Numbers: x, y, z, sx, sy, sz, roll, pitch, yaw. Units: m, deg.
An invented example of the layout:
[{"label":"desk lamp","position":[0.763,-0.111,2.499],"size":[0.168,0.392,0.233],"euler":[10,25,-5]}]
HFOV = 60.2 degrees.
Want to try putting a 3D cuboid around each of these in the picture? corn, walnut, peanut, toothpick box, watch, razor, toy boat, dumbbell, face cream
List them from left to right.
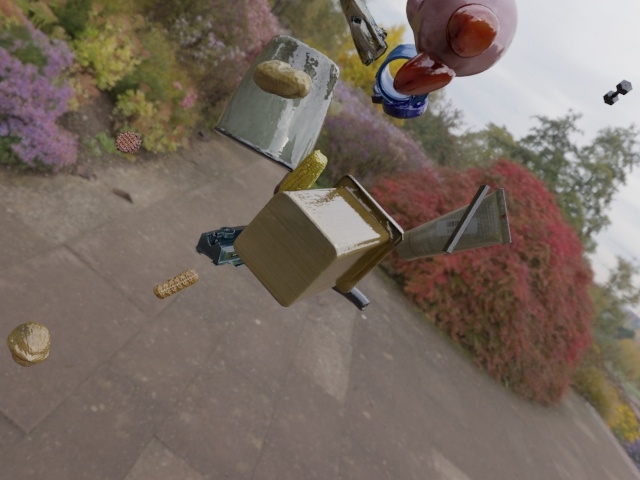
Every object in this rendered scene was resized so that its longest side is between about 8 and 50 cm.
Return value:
[{"label":"walnut","position":[-0.732,0.262,1.392],"size":[0.105,0.105,0.124],"euler":[31,8,-35]},{"label":"toy boat","position":[-0.209,0.016,1.589],"size":[0.114,0.122,0.296],"euler":[33,27,36]},{"label":"peanut","position":[-0.086,-0.370,1.264],"size":[0.174,0.080,0.080],"euler":[28,4,35]},{"label":"corn","position":[-0.051,-0.169,1.510],"size":[0.067,0.206,0.067],"euler":[21,47,-25]},{"label":"toothpick box","position":[0.000,0.000,1.034],"size":[0.187,0.190,0.308],"euler":[49,20,11]},{"label":"razor","position":[0.107,0.187,1.943],"size":[0.148,0.054,0.090],"euler":[36,6,17]},{"label":"toy boat","position":[0.089,-0.506,1.272],"size":[0.210,0.066,0.084],"euler":[62,-28,4]},{"label":"watch","position":[0.250,-0.484,1.667],"size":[0.196,0.200,0.171],"euler":[7,44,8]},{"label":"face cream","position":[0.342,-0.021,1.446],"size":[0.084,0.341,0.137],"euler":[9,71,-36]},{"label":"dumbbell","position":[0.784,-0.390,1.458],"size":[0.036,0.040,0.083],"euler":[53,-11,7]}]

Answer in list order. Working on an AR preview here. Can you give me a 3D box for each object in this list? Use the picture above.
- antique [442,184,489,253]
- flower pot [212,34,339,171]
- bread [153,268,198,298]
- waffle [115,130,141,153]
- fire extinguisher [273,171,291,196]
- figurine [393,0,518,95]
[{"label":"antique","position":[0.352,-0.053,1.338],"size":[0.015,0.192,0.031],"euler":[31,-3,-7]},{"label":"flower pot","position":[-0.108,-0.392,1.592],"size":[0.293,0.330,0.293],"euler":[28,7,-4]},{"label":"bread","position":[-0.483,0.146,1.852],"size":[0.044,0.157,0.052],"euler":[23,-46,54]},{"label":"waffle","position":[-0.623,-0.316,1.782],"size":[0.083,0.075,0.029],"euler":[10,-18,3]},{"label":"fire extinguisher","position":[-0.105,-0.191,2.141],"size":[0.138,0.102,0.344],"euler":[5,20,5]},{"label":"figurine","position":[0.305,-0.443,1.172],"size":[0.211,0.269,0.261],"euler":[16,65,-21]}]
